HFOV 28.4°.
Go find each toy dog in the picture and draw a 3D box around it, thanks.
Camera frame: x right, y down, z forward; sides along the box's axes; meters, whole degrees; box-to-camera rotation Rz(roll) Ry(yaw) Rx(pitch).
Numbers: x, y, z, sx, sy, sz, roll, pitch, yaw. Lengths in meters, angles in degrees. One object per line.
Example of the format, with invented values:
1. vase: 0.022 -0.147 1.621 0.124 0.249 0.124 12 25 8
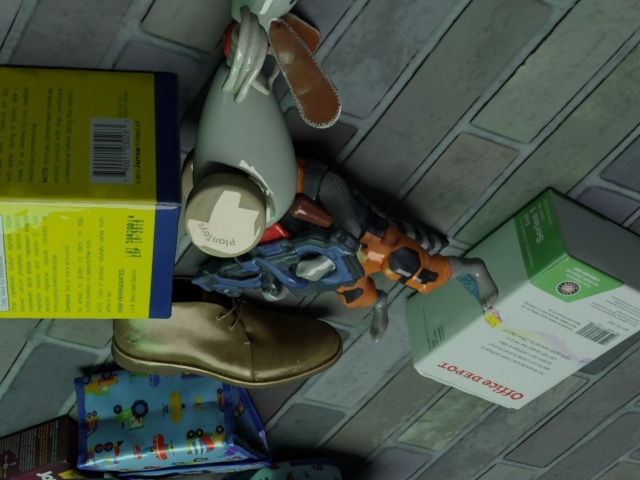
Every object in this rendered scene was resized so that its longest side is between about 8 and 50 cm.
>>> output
1. toy dog: -0.036 -0.127 1.262 0.161 0.220 0.333 11 135 -13

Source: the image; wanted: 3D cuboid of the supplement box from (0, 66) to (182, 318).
1. supplement box: -0.331 -0.050 1.332 0.356 0.195 0.194 1 140 -10

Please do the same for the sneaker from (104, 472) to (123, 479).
1. sneaker: -0.247 0.438 1.931 0.292 0.110 0.118 11 137 37

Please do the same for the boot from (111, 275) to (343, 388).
1. boot: -0.116 0.114 1.640 0.305 0.112 0.115 3 129 -9

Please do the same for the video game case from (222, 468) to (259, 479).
1. video game case: -0.145 0.429 2.082 0.166 0.015 0.119 -23 138 19

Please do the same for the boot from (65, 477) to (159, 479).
1. boot: -0.266 0.400 1.829 0.219 0.106 0.082 7 166 -24

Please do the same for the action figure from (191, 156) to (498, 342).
1. action figure: 0.000 0.000 1.518 0.330 0.178 0.341 35 155 -32

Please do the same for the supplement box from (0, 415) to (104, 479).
1. supplement box: -0.429 0.343 1.885 0.188 0.081 0.104 -21 138 16

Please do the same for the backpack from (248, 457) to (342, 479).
1. backpack: -0.018 0.470 1.985 0.263 0.213 0.276 8 141 -29

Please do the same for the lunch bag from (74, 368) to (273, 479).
1. lunch bag: -0.203 0.286 1.836 0.221 0.138 0.293 -10 155 7

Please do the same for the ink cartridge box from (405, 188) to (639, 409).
1. ink cartridge box: 0.275 0.085 1.640 0.201 0.117 0.278 24 131 -32
